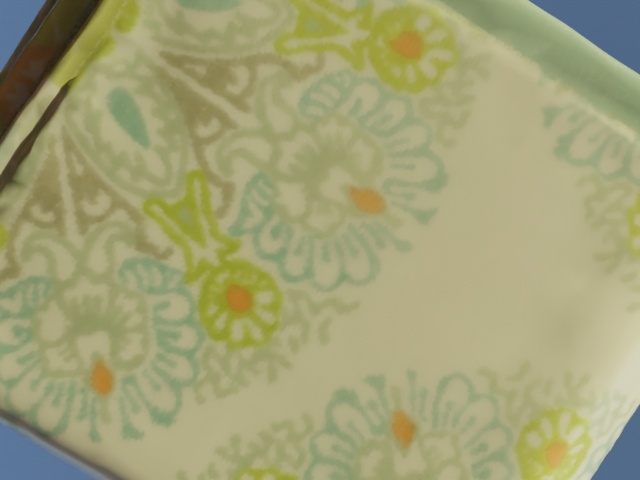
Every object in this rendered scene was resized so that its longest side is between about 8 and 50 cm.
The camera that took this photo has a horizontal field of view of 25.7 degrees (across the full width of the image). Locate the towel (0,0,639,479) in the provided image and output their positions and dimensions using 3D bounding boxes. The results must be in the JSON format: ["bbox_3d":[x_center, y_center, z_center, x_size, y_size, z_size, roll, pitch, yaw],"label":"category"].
[{"bbox_3d":[0.000,0.000,0.717,0.374,0.090,0.320,32,-86,-7],"label":"towel"}]
